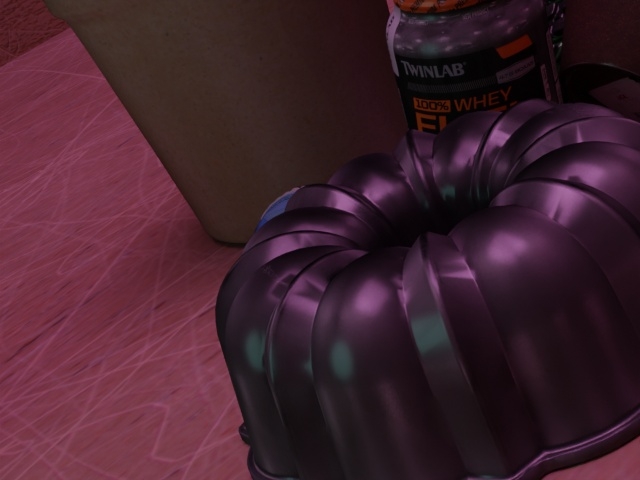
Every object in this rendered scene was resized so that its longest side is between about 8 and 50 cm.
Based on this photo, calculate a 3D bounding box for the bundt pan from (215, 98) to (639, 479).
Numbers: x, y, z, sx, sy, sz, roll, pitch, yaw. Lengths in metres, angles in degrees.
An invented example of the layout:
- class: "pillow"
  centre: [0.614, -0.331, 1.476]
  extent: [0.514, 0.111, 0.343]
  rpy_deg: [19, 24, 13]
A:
- class: "bundt pan"
  centre: [0.078, 0.018, 0.825]
  extent: [0.330, 0.124, 0.331]
  rpy_deg: [-22, 20, 9]

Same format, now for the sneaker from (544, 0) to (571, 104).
- class: "sneaker"
  centre: [0.239, -0.203, 1.191]
  extent: [0.134, 0.146, 0.344]
  rpy_deg: [-17, 35, 51]

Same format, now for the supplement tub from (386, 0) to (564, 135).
- class: "supplement tub"
  centre: [0.115, -0.114, 0.992]
  extent: [0.117, 0.190, 0.117]
  rpy_deg: [-14, 28, 7]

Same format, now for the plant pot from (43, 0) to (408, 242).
- class: "plant pot"
  centre: [-0.062, -0.180, 1.219]
  extent: [0.333, 0.305, 0.334]
  rpy_deg: [-22, 21, 8]

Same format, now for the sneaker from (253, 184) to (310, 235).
- class: "sneaker"
  centre: [0.000, 0.000, 1.050]
  extent: [0.162, 0.063, 0.073]
  rpy_deg: [-3, 32, 46]

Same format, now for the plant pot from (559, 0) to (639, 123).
- class: "plant pot"
  centre: [0.276, -0.196, 1.021]
  extent: [0.215, 0.215, 0.230]
  rpy_deg: [6, 64, 55]
